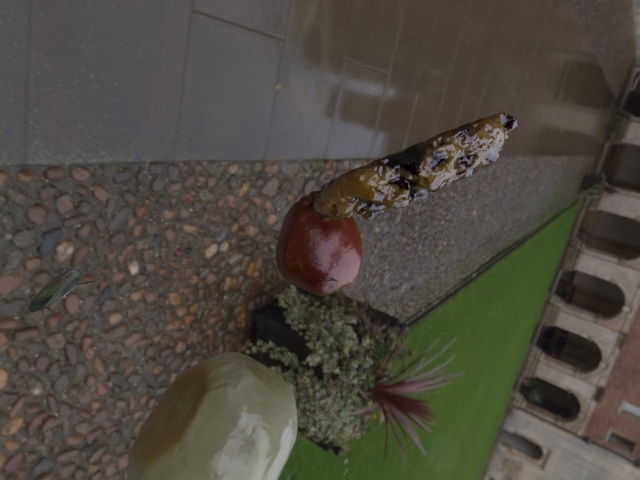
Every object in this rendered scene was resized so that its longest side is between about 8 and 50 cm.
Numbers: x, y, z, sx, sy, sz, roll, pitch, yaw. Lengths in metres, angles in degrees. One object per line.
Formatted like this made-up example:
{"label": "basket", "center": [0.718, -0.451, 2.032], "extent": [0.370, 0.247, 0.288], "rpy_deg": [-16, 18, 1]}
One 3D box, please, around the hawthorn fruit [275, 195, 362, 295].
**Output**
{"label": "hawthorn fruit", "center": [0.000, 0.000, 0.986], "extent": [0.185, 0.185, 0.202], "rpy_deg": [-30, 124, -49]}

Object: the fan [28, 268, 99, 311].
{"label": "fan", "center": [-0.260, 0.051, 0.490], "extent": [0.060, 0.080, 0.003], "rpy_deg": [-48, 128, -32]}

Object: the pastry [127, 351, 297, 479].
{"label": "pastry", "center": [-0.091, 0.170, 0.416], "extent": [0.092, 0.156, 0.156], "rpy_deg": [40, 70, -23]}

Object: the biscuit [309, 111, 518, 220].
{"label": "biscuit", "center": [0.148, -0.107, 0.767], "extent": [0.334, 0.289, 0.081], "rpy_deg": [-26, 97, -27]}
